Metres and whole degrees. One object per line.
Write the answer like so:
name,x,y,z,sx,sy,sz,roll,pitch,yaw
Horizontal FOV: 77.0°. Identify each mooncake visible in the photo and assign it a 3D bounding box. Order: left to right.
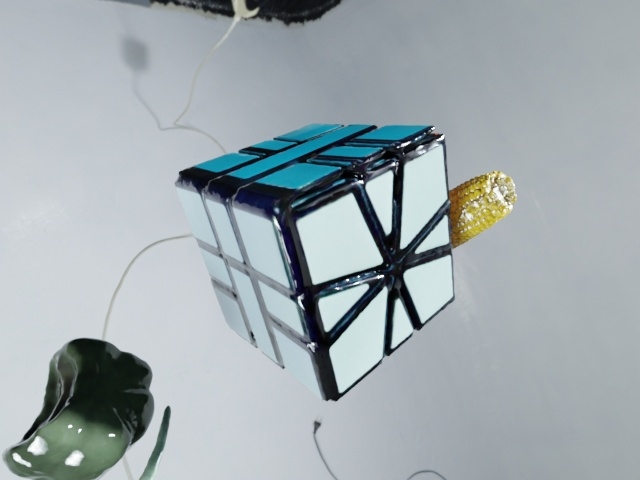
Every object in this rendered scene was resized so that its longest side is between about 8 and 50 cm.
mooncake,-0.297,0.208,0.507,0.168,0.104,0.175,6,45,-55

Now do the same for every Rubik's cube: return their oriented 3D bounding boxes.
Rubik's cube,0.000,0.000,0.598,0.288,0.283,0.294,-27,117,-31

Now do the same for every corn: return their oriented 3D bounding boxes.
corn,0.204,-0.019,0.708,0.106,0.293,0.106,19,57,-31

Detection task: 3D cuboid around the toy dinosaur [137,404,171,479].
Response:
toy dinosaur,-0.248,0.397,0.484,0.092,0.205,0.393,53,27,-51
